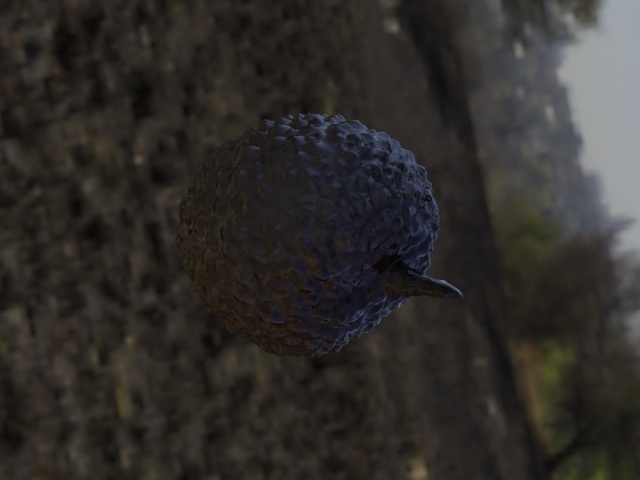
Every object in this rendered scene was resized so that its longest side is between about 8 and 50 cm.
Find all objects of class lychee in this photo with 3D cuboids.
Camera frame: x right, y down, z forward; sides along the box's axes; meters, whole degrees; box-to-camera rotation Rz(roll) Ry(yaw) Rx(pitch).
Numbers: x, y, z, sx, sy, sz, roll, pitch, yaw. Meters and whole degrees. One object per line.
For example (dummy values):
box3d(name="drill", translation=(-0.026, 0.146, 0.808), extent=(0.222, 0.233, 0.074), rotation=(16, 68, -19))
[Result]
box3d(name="lychee", translation=(0.000, 0.000, 1.280), extent=(0.197, 0.165, 0.165), rotation=(36, -18, 29))
